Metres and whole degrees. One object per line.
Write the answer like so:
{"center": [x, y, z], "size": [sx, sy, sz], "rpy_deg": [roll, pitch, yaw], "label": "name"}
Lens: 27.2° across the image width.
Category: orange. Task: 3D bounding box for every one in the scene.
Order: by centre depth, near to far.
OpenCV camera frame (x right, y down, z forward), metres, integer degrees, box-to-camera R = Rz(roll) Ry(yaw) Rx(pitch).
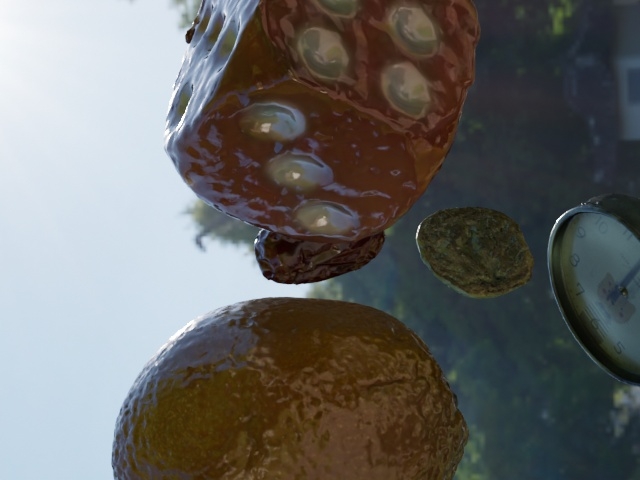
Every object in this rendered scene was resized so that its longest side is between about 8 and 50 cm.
{"center": [-0.028, 0.210, 1.375], "size": [0.322, 0.357, 0.322], "rpy_deg": [-15, -90, -81], "label": "orange"}

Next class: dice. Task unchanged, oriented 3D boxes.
{"center": [0.002, -0.116, 0.932], "size": [0.179, 0.174, 0.175], "rpy_deg": [-42, 30, 49], "label": "dice"}

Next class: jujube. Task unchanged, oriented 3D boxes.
{"center": [0.000, 0.000, 1.216], "size": [0.077, 0.129, 0.077], "rpy_deg": [44, 145, 42], "label": "jujube"}

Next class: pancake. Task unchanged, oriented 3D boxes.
{"center": [0.136, 0.010, 1.156], "size": [0.017, 0.108, 0.108], "rpy_deg": [96, -176, -51], "label": "pancake"}

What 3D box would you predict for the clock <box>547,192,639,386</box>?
{"center": [0.341, 0.058, 1.475], "size": [0.226, 0.049, 0.226], "rpy_deg": [47, 151, 38], "label": "clock"}
